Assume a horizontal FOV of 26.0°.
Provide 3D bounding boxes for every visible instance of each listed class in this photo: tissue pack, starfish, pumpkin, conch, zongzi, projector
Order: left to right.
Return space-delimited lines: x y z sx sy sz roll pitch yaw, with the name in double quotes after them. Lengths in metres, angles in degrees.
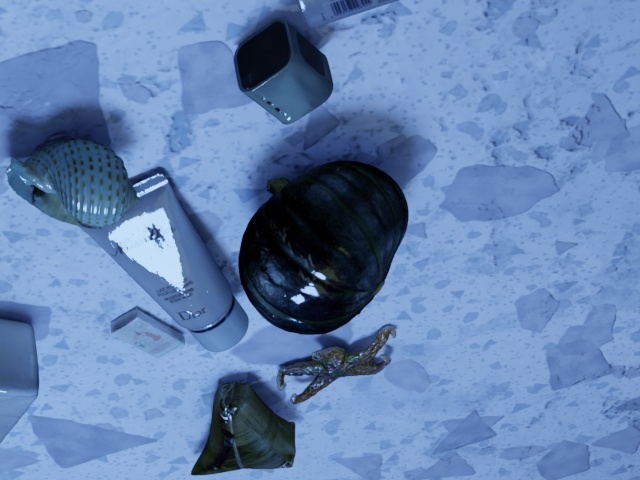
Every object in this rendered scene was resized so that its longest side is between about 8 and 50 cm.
-0.302 -0.072 1.720 0.153 0.102 0.135 32 146 -1 "conch"
-0.257 0.140 2.063 0.056 0.023 0.108 -30 139 23 "tissue pack"
-0.169 0.311 2.257 0.204 0.094 0.205 -16 139 20 "zongzi"
-0.044 -0.199 1.636 0.083 0.083 0.082 -30 139 23 "projector"
0.000 0.000 1.822 0.250 0.216 0.250 -33 167 -9 "pumpkin"
0.031 0.191 2.197 0.210 0.053 0.150 -34 150 20 "starfish"

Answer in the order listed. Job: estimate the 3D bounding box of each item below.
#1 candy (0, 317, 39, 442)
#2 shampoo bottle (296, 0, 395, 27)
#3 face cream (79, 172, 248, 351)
-0.591 0.186 1.941 0.359 0.145 0.208 13 138 -27 "candy"
0.081 -0.308 1.551 0.227 0.056 0.086 -17 140 8 "shampoo bottle"
-0.203 0.034 1.909 0.143 0.089 0.314 -23 130 14 "face cream"
